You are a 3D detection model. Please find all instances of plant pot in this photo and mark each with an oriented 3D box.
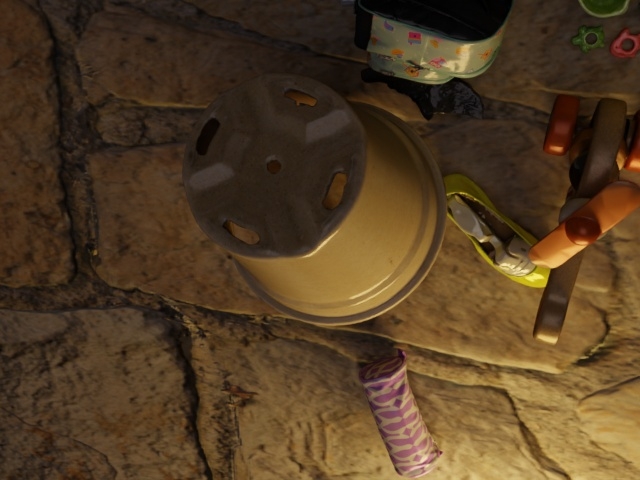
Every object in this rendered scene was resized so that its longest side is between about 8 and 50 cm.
[{"bbox_3d":[-0.017,-0.066,1.102,0.334,0.305,0.333,-2,80,14],"label":"plant pot"}]

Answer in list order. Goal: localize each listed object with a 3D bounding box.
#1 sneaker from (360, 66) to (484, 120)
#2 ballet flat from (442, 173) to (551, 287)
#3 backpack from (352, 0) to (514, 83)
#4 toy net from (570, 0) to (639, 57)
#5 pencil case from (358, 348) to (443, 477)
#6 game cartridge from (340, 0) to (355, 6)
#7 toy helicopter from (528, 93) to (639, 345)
[{"bbox_3d":[0.144,-0.210,1.209,0.170,0.051,0.089,-4,105,13],"label":"sneaker"},{"bbox_3d":[0.254,-0.003,1.245,0.231,0.077,0.077,44,114,-5],"label":"ballet flat"},{"bbox_3d":[0.151,-0.290,1.107,0.188,0.166,0.144,15,147,14],"label":"backpack"},{"bbox_3d":[0.448,-0.293,1.097,0.232,0.045,0.122,6,112,13],"label":"toy net"},{"bbox_3d":[0.133,0.288,1.391,0.088,0.086,0.206,-26,107,-12],"label":"pencil case"},{"bbox_3d":[0.052,-0.372,1.191,0.056,0.017,0.083,-3,110,12],"label":"game cartridge"},{"bbox_3d":[0.345,-0.011,1.130,0.140,0.235,0.355,13,114,10],"label":"toy helicopter"}]
